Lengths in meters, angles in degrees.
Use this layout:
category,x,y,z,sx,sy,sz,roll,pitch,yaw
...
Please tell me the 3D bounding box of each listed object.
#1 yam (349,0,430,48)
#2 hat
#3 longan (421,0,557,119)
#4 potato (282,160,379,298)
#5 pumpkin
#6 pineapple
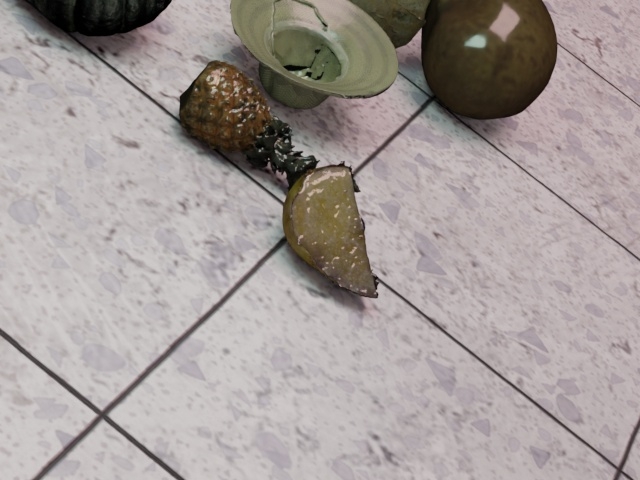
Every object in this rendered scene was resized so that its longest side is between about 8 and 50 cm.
category,x,y,z,sx,sy,sz,roll,pitch,yaw
yam,0.024,-0.389,2.195,0.268,0.161,0.161,13,39,-29
hat,-0.024,-0.242,2.010,0.252,0.110,0.252,16,42,-15
longan,0.252,-0.304,2.236,0.246,0.215,0.246,53,11,-15
potato,0.000,0.000,1.778,0.100,0.089,0.172,-13,87,-26
pumpkin,-0.287,-0.362,1.865,0.220,0.162,0.221,5,49,-6
pineapple,-0.085,-0.140,1.840,0.197,0.108,0.108,37,33,-8
